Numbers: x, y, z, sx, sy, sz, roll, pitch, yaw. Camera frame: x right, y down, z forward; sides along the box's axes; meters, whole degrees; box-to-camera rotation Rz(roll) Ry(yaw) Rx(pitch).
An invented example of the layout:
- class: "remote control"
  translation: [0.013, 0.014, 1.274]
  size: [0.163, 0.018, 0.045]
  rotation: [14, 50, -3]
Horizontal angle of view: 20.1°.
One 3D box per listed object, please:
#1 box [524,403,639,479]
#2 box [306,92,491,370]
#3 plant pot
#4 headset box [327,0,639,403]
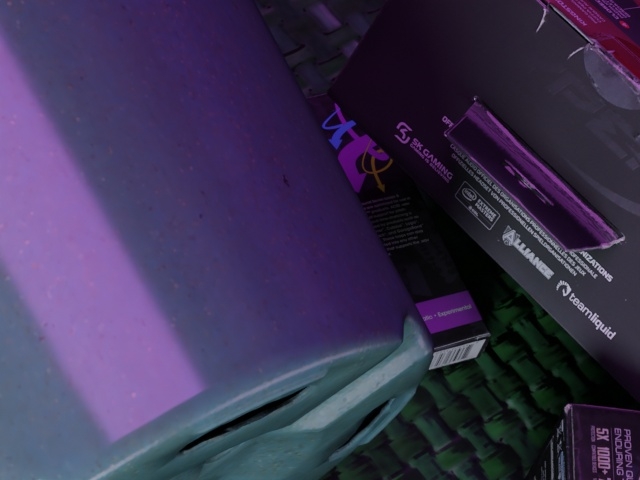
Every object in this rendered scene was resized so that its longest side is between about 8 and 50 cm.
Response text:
- class: "box"
  translation: [0.121, 0.181, 0.738]
  size: [0.077, 0.147, 0.180]
  rotation: [7, 55, -6]
- class: "box"
  translation: [0.000, 0.000, 0.907]
  size: [0.116, 0.029, 0.162]
  rotation: [-13, 62, -20]
- class: "plant pot"
  translation: [-0.144, -0.025, 0.733]
  size: [0.341, 0.341, 0.334]
  rotation: [-26, 73, -25]
- class: "headset box"
  translation: [0.160, -0.049, 0.848]
  size: [0.218, 0.110, 0.293]
  rotation: [45, 31, 18]
